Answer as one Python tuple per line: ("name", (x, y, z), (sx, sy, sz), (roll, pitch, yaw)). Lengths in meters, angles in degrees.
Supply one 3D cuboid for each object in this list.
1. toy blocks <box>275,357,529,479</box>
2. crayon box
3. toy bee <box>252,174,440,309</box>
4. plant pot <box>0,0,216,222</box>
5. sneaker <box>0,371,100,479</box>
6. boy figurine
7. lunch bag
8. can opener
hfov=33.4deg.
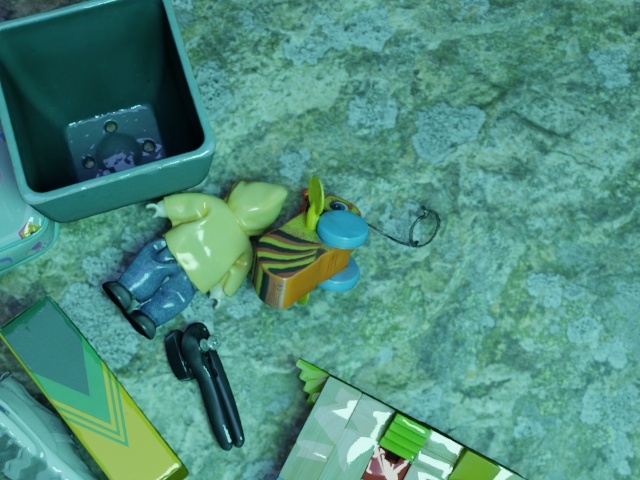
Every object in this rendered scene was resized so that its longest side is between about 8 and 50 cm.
("toy blocks", (0.079, 0.357, 1.392), (0.381, 0.191, 0.261), (28, 86, 3))
("crayon box", (-0.270, 0.234, 1.372), (0.083, 0.203, 0.323), (-37, 81, -13))
("toy bee", (0.000, 0.000, 1.497), (0.162, 0.298, 0.195), (36, 111, 34))
("plant pot", (-0.289, -0.157, 1.453), (0.247, 0.252, 0.247), (-17, 77, -8))
("sneaker", (-0.334, 0.282, 1.374), (0.105, 0.115, 0.281), (-26, 111, 27))
("boy figurine", (-0.170, 0.003, 1.492), (0.285, 0.092, 0.177), (-43, 108, -15))
("lunch bag", (-0.511, -0.077, 1.491), (0.224, 0.108, 0.279), (-27, 76, -5))
("can opener", (-0.149, 0.200, 1.474), (0.059, 0.073, 0.186), (-17, 76, -48))
